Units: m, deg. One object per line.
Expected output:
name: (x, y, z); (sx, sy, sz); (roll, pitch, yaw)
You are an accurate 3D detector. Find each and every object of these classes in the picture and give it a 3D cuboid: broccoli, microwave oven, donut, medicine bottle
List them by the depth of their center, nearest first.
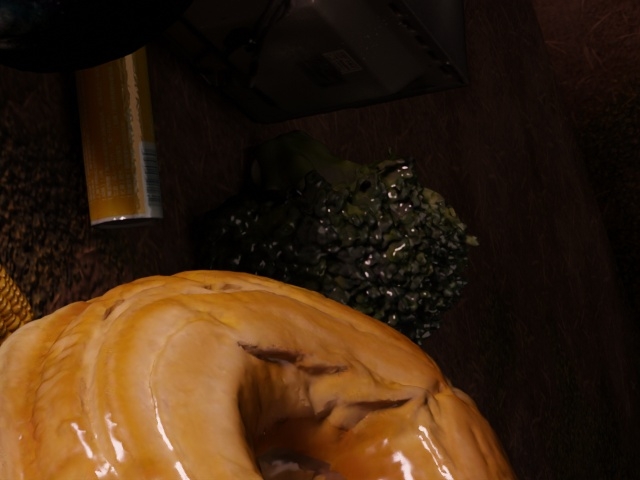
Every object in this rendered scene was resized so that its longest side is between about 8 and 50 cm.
donut: (-0.032, 0.199, 1.307); (0.449, 0.198, 0.449); (27, 34, -20)
medicine bottle: (-0.172, -0.121, 1.608); (0.074, 0.074, 0.218); (9, 73, -69)
microwave oven: (-0.041, -0.334, 1.824); (0.432, 0.236, 0.374); (41, 43, -59)
broccoli: (0.000, 0.000, 1.898); (0.288, 0.248, 0.245); (48, -1, -38)

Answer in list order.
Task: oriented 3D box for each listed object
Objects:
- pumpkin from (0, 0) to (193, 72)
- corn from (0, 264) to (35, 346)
pumpkin: (-0.205, -0.261, 1.370); (0.315, 0.238, 0.315); (-1, 90, -85)
corn: (-0.254, 0.024, 1.319); (0.068, 0.068, 0.207); (-81, 151, -43)
